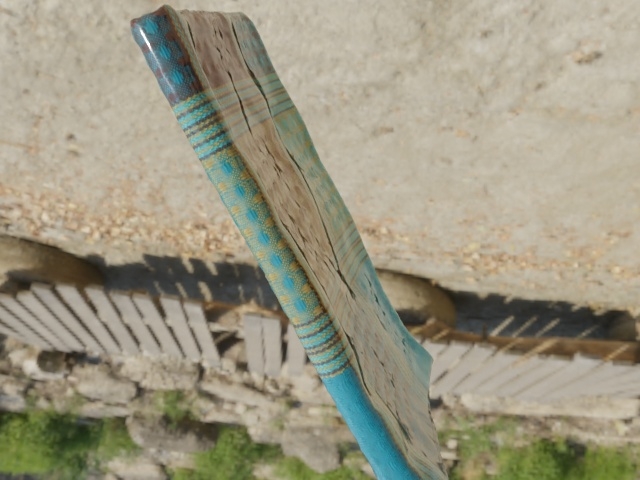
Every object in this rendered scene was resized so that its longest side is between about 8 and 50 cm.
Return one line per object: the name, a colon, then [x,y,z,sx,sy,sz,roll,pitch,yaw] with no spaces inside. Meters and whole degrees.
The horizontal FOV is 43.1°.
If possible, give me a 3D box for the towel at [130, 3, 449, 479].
towel: [0.000,0.000,0.604,0.040,0.370,0.271,-26,-168,10]
